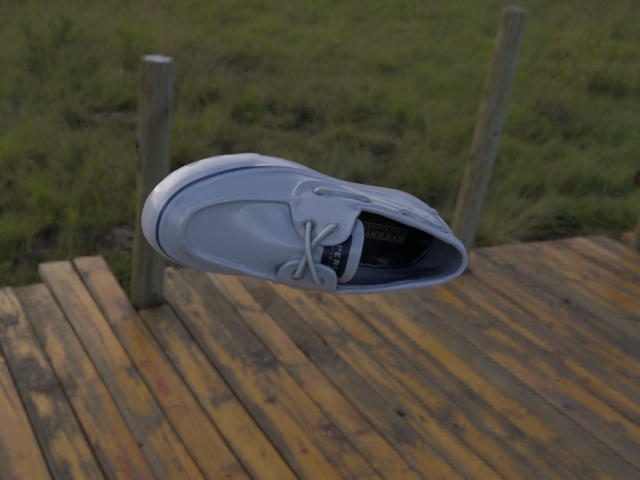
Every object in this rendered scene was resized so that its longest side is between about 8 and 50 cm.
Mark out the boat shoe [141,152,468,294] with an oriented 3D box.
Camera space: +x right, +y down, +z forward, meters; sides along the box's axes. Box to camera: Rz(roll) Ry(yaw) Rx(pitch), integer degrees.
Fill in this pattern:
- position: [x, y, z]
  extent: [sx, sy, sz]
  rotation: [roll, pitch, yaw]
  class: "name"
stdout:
- position: [0.000, 0.000, 0.575]
  extent: [0.267, 0.096, 0.088]
  rotation: [10, 18, -34]
  class: "boat shoe"
